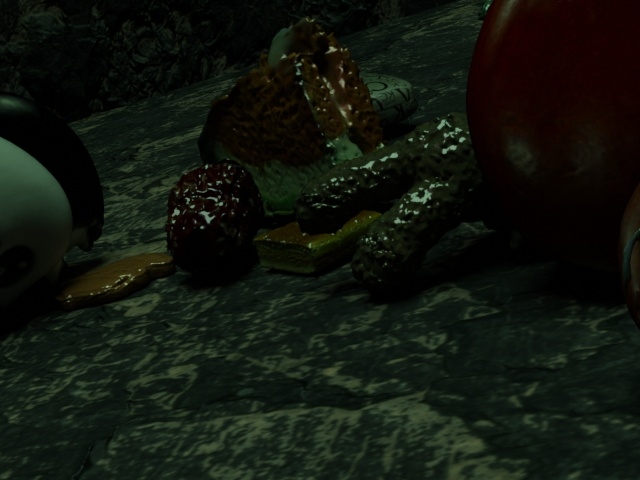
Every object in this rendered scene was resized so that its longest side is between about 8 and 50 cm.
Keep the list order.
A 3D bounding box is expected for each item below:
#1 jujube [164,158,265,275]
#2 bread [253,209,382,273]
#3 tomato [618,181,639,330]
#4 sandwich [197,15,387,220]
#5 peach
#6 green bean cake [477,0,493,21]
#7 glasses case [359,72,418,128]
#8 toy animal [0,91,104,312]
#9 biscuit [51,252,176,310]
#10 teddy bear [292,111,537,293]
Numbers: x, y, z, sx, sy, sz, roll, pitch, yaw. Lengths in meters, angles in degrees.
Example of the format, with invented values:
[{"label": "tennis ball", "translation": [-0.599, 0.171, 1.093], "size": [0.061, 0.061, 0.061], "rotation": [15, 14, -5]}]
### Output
[{"label": "jujube", "translation": [-0.109, -0.017, 1.250], "size": [0.104, 0.104, 0.166], "rotation": [-11, 24, 14]}, {"label": "bread", "translation": [0.000, 0.000, 1.186], "size": [0.094, 0.035, 0.090], "rotation": [-24, 17, -36]}, {"label": "tomato", "translation": [0.243, 0.005, 0.688], "size": [0.167, 0.167, 0.167], "rotation": [-14, 13, 3]}, {"label": "sandwich", "translation": [-0.025, -0.119, 1.382], "size": [0.109, 0.212, 0.292], "rotation": [-6, -7, -34]}, {"label": "peach", "translation": [0.226, -0.115, 0.914], "size": [0.245, 0.274, 0.248], "rotation": [-10, 8, 5]}, {"label": "green bean cake", "translation": [0.212, -0.143, 1.179], "size": [0.107, 0.193, 0.208], "rotation": [-11, 9, 8]}, {"label": "glasses case", "translation": [0.015, -0.197, 1.860], "size": [0.137, 0.085, 0.355], "rotation": [-21, 15, -21]}, {"label": "toy animal", "translation": [-0.374, -0.029, 1.300], "size": [0.251, 0.250, 0.310], "rotation": [-12, 8, 9]}, {"label": "biscuit", "translation": [-0.211, 0.039, 1.283], "size": [0.130, 0.019, 0.102], "rotation": [-26, 16, -37]}, {"label": "teddy bear", "translation": [0.116, -0.047, 1.058], "size": [0.251, 0.129, 0.182], "rotation": [-17, 49, -27]}]
